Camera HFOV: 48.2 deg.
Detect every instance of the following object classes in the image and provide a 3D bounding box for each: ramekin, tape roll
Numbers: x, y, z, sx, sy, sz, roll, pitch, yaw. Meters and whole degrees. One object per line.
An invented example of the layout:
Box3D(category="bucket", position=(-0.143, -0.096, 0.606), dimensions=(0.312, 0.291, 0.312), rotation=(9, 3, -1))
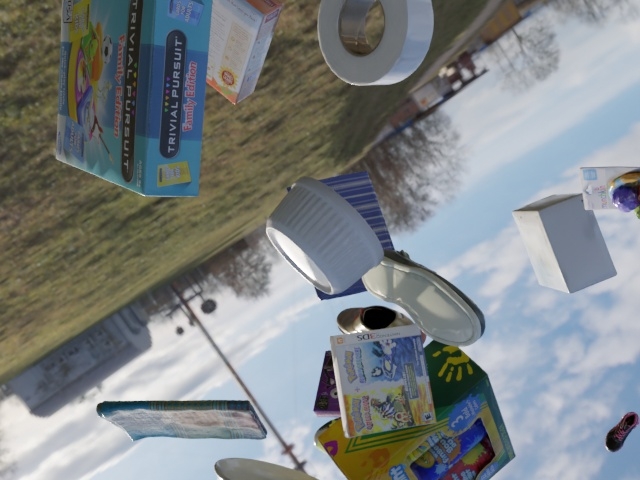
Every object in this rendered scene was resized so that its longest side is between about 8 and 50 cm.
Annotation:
Box3D(category="ramekin", position=(0.000, 0.000, 1.248), dimensions=(0.109, 0.207, 0.207), rotation=(-45, -171, -13))
Box3D(category="tape roll", position=(0.126, -0.514, 1.700), dimensions=(0.100, 0.286, 0.286), rotation=(-13, 170, -44))

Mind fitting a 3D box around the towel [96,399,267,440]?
Box3D(category="towel", position=(-0.333, 0.448, 1.770), dimensions=(0.370, 0.040, 0.271), rotation=(-1, 151, 6))

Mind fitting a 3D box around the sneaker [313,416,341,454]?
Box3D(category="sneaker", position=(0.166, 0.591, 1.945), dimensions=(0.147, 0.385, 0.145), rotation=(-87, -161, -55))

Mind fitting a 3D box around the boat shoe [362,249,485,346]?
Box3D(category="boat shoe", position=(0.195, 0.088, 1.281), dimensions=(0.099, 0.116, 0.319), rotation=(-13, -157, -28))

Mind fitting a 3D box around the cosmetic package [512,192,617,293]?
Box3D(category="cosmetic package", position=(0.628, 0.003, 1.864), dimensions=(0.138, 0.224, 0.225), rotation=(-22, -178, -2))

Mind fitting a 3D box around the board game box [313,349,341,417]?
Box3D(category="board game box", position=(0.162, 0.415, 2.078), dimensions=(0.347, 0.056, 0.208), rotation=(-4, -127, 21))

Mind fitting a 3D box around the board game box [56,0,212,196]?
Box3D(category="board game box", position=(-0.271, -0.214, 0.987), dimensions=(0.079, 0.253, 0.336), rotation=(-3, -166, -37))

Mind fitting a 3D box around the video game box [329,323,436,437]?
Box3D(category="video game box", position=(0.125, 0.280, 1.447), dimensions=(0.187, 0.205, 0.048), rotation=(-7, 169, -11))

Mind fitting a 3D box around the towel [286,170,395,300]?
Box3D(category="towel", position=(0.064, -0.015, 1.940), dimensions=(0.243, 0.336, 0.040), rotation=(-13, 162, -11))

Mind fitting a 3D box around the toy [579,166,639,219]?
Box3D(category="toy", position=(0.567, -0.070, 1.211), dimensions=(0.237, 0.137, 0.056), rotation=(-1, -121, 24))

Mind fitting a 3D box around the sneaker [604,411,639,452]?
Box3D(category="sneaker", position=(0.741, 0.466, 1.757), dimensions=(0.119, 0.047, 0.057), rotation=(-51, 155, -9))

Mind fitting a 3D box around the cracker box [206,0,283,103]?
Box3D(category="cracker box", position=(-0.178, -0.403, 1.395), dimensions=(0.067, 0.156, 0.232), rotation=(-44, 170, -38))

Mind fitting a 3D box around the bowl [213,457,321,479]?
Box3D(category="bowl", position=(-0.091, 0.557, 1.458), dimensions=(0.298, 0.298, 0.134), rotation=(171, -64, -75))

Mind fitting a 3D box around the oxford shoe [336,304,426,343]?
Box3D(category="oxford shoe", position=(0.144, 0.218, 1.987), dimensions=(0.348, 0.130, 0.123), rotation=(2, -129, 55))

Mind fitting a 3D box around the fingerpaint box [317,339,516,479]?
Box3D(category="fingerpaint box", position=(0.245, 0.488, 1.675), dimensions=(0.371, 0.445, 0.163), rotation=(-38, -134, -9))
